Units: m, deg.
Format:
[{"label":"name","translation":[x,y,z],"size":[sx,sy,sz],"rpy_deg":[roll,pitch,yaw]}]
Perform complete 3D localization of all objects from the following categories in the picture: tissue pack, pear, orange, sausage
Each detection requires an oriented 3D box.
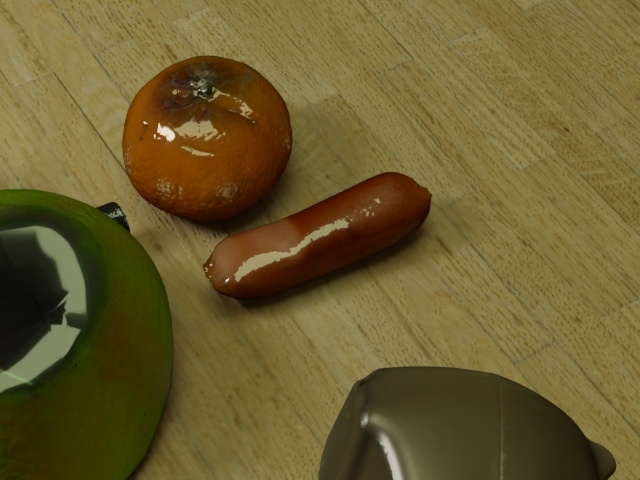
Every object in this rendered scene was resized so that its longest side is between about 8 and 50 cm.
[{"label":"tissue pack","translation":[0.132,0.331,1.524],"size":[0.277,0.267,0.387],"rpy_deg":[13,57,-9]},{"label":"pear","translation":[-0.349,0.105,1.722],"size":[0.399,0.165,0.398],"rpy_deg":[1,70,-3]},{"label":"orange","translation":[-0.144,-0.132,1.991],"size":[0.224,0.170,0.224],"rpy_deg":[-2,49,2]},{"label":"sausage","translation":[0.000,0.000,1.935],"size":[0.300,0.083,0.089],"rpy_deg":[-23,59,-13]}]

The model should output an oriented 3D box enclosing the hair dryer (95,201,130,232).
[{"label":"hair dryer","translation":[-0.385,-0.062,1.936],"size":[0.235,0.091,0.271],"rpy_deg":[-26,81,-16]}]
